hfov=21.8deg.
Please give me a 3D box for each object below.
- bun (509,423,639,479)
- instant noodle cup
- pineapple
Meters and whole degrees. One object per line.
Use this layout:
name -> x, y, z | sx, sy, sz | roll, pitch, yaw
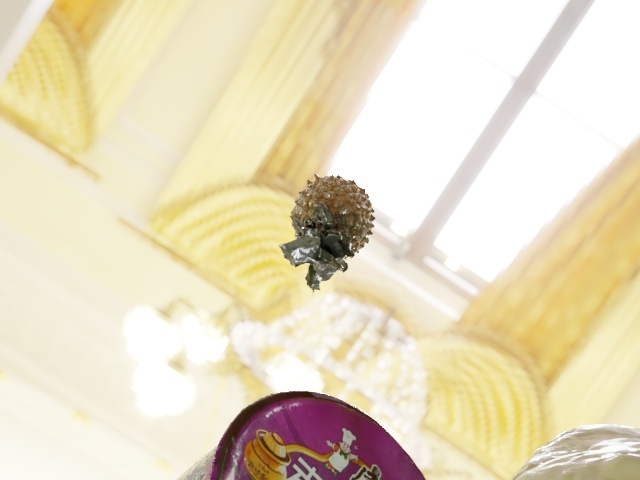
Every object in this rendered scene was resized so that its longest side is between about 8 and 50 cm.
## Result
bun -> 0.281, 0.258, 1.153 | 0.361, 0.213, 0.361 | 35, -150, -24
instant noodle cup -> -0.044, 0.274, 1.379 | 0.251, 0.190, 0.251 | 24, -131, -31
pineapple -> 0.000, 0.000, 1.009 | 0.058, 0.058, 0.124 | 33, -158, -1
